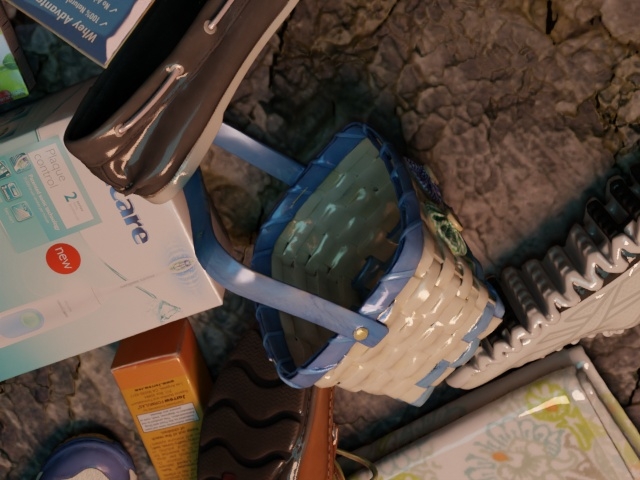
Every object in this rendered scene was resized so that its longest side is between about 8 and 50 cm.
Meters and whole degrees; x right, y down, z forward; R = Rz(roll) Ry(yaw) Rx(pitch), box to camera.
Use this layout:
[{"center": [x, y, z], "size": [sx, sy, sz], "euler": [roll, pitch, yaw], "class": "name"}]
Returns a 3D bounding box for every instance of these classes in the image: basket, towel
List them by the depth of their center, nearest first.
[{"center": [0.000, 0.000, 1.041], "size": [0.289, 0.255, 0.201], "euler": [21, 118, -29], "class": "basket"}, {"center": [0.192, 0.311, 1.276], "size": [0.374, 0.090, 0.320], "euler": [-30, 109, 15], "class": "towel"}]

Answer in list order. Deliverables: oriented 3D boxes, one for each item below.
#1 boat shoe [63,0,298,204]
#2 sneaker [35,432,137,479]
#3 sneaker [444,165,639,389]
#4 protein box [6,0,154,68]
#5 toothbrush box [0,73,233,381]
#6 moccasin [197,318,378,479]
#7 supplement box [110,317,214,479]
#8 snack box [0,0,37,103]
[{"center": [-0.092, -0.191, 0.955], "size": [0.095, 0.112, 0.335], "euler": [29, 86, -36], "class": "boat shoe"}, {"center": [-0.287, 0.344, 1.277], "size": [0.112, 0.131, 0.296], "euler": [26, 112, -9], "class": "sneaker"}, {"center": [0.242, 0.061, 1.145], "size": [0.292, 0.110, 0.118], "euler": [-39, 118, 19], "class": "sneaker"}, {"center": [-0.184, -0.279, 0.890], "size": [0.200, 0.136, 0.201], "euler": [34, 105, -21], "class": "protein box"}, {"center": [-0.258, -0.008, 1.106], "size": [0.295, 0.126, 0.216], "euler": [-19, 113, 9], "class": "toothbrush box"}, {"center": [-0.034, 0.251, 1.174], "size": [0.139, 0.147, 0.380], "euler": [1, 90, 34], "class": "moccasin"}, {"center": [-0.137, 0.201, 1.232], "size": [0.080, 0.078, 0.233], "euler": [-16, 114, 9], "class": "supplement box"}, {"center": [-0.343, -0.162, 1.081], "size": [0.141, 0.037, 0.100], "euler": [-16, 113, 9], "class": "snack box"}]
